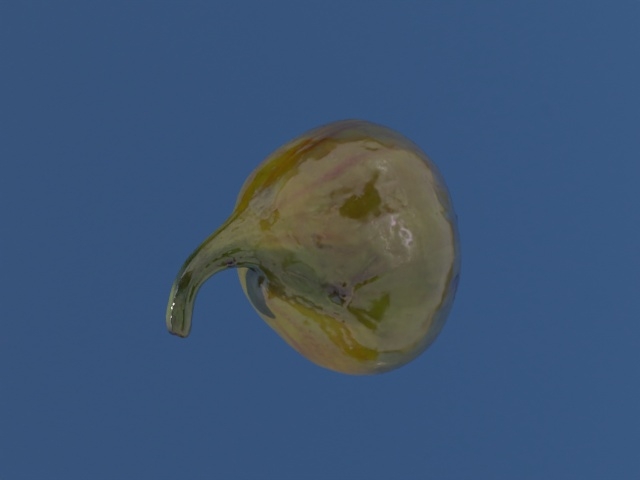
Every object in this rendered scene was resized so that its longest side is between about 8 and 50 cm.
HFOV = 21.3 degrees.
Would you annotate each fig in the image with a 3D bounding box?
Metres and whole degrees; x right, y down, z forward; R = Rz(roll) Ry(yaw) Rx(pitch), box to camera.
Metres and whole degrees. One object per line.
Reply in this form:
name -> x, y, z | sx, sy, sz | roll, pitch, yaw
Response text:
fig -> 0.000, 0.000, 0.580 | 0.098, 0.082, 0.084 | 4, -58, -32
